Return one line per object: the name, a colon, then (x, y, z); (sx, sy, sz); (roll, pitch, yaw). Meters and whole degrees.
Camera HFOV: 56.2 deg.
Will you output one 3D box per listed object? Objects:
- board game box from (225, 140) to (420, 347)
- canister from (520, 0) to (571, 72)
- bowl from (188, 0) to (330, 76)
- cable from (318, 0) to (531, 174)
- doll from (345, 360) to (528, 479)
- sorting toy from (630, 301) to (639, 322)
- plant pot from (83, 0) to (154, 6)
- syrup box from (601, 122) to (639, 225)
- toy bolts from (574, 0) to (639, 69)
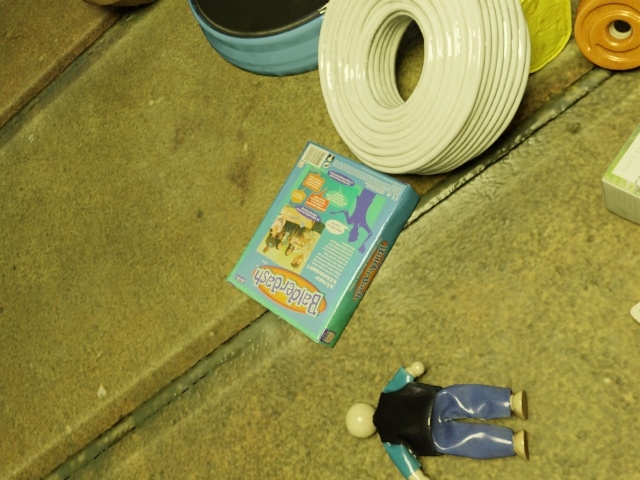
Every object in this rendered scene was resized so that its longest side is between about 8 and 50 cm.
board game box: (0.000, 0.000, 0.738); (0.160, 0.047, 0.210); (30, 87, 31)
canister: (0.200, -0.287, 0.692); (0.073, 0.126, 0.170); (-39, 57, 7)
bowl: (-0.032, -0.435, 0.890); (0.391, 0.077, 0.391); (-9, 69, 24)
cable: (0.102, -0.201, 0.666); (0.257, 0.089, 0.257); (-10, 89, 54)
doll: (0.112, 0.190, 0.615); (0.189, 0.046, 0.129); (-5, 70, 25)
sorting toy: (0.333, 0.063, 0.551); (0.075, 0.045, 0.083); (30, 88, 39)
plant pot: (-0.322, -0.494, 1.040); (0.237, 0.110, 0.237); (-9, 70, 25)
syrup box: (0.381, -0.024, 0.522); (0.237, 0.096, 0.093); (35, 92, 31)
toy bolts: (0.361, -0.302, 0.588); (0.218, 0.228, 0.158); (-1, 43, 49)
